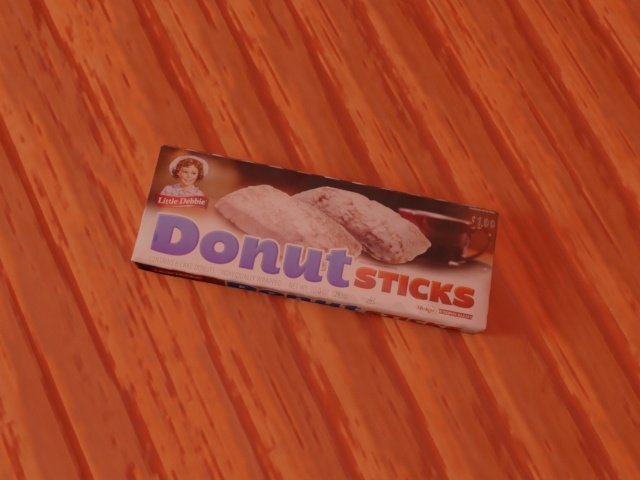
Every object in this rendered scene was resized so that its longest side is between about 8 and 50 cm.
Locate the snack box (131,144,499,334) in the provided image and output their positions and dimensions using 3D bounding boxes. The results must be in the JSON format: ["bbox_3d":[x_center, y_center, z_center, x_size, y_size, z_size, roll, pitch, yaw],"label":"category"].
[{"bbox_3d":[0.000,0.000,0.359,0.178,0.022,0.064,11,75,-2],"label":"snack box"}]
